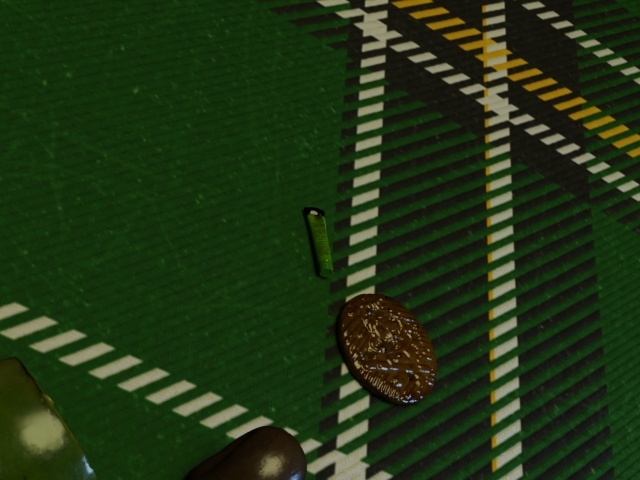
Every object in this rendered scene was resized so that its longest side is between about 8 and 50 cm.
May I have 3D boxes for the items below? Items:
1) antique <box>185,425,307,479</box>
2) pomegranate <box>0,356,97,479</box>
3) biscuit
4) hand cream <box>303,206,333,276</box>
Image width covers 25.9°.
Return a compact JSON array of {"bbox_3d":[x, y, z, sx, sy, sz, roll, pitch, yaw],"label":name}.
[{"bbox_3d":[-0.112,0.319,1.689,0.121,0.143,0.257,55,41,3],"label":"antique"},{"bbox_3d":[-0.346,0.253,1.524,0.159,0.241,0.190,-35,59,-17],"label":"pomegranate"},{"bbox_3d":[0.104,0.161,2.105,0.187,0.027,0.188,25,44,-27],"label":"biscuit"},{"bbox_3d":[0.000,0.000,2.136,0.036,0.023,0.122,8,53,-26],"label":"hand cream"}]
